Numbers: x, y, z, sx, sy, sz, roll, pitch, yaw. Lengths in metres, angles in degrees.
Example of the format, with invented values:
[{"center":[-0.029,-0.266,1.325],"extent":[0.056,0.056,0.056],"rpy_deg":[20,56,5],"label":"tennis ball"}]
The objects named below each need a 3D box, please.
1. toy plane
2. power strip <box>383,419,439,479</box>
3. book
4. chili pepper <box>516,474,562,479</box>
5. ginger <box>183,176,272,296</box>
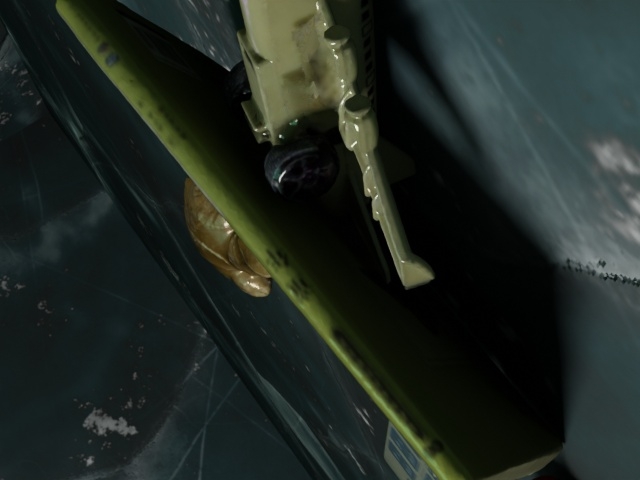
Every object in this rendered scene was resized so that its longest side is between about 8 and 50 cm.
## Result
[{"center":[-0.006,-0.088,0.502],"extent":[0.244,0.092,0.229],"rpy_deg":[66,178,-49],"label":"toy plane"},{"center":[0.105,0.188,0.880],"extent":[0.106,0.043,0.367],"rpy_deg":[52,167,20],"label":"power strip"},{"center":[0.000,0.000,0.599],"extent":[0.352,0.035,0.239],"rpy_deg":[51,-169,21],"label":"book"},{"center":[0.151,0.206,0.672],"extent":[0.086,0.084,0.192],"rpy_deg":[15,145,46],"label":"chili pepper"},{"center":[-0.090,-0.002,1.068],"extent":[0.148,0.081,0.333],"rpy_deg":[40,168,1],"label":"ginger"}]
